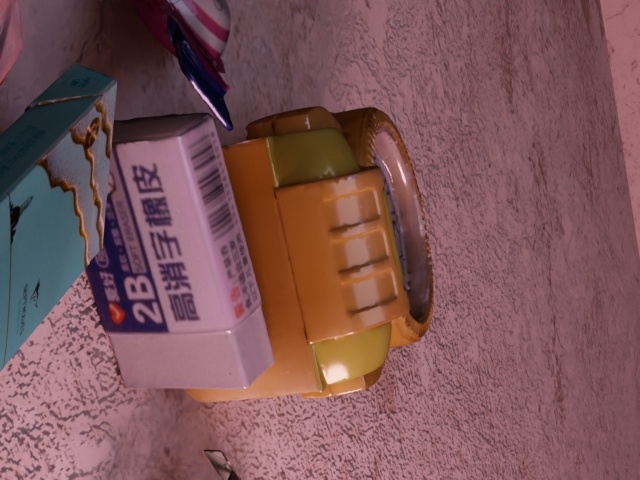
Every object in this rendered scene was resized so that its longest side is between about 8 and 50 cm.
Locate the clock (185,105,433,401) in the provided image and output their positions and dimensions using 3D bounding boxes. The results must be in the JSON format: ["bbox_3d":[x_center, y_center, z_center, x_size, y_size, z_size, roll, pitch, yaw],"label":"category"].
[{"bbox_3d":[0.000,0.000,1.149,0.317,0.200,0.244,-27,109,-69],"label":"clock"}]

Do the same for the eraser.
[{"bbox_3d":[-0.120,0.012,0.979,0.068,0.124,0.210,-43,124,-56],"label":"eraser"}]

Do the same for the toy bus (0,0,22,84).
[{"bbox_3d":[-0.277,-0.085,0.697,0.302,0.127,0.147,-68,148,-42],"label":"toy bus"}]

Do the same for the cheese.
[{"bbox_3d":[-0.111,-0.182,1.009,0.155,0.062,0.244,52,12,-43],"label":"cheese"}]

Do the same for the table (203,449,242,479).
[{"bbox_3d":[-0.099,0.283,1.050,0.175,0.062,0.146,64,35,-37],"label":"table"}]

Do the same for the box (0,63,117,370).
[{"bbox_3d":[-0.207,0.007,0.828,0.229,0.041,0.162,-59,168,-48],"label":"box"}]
